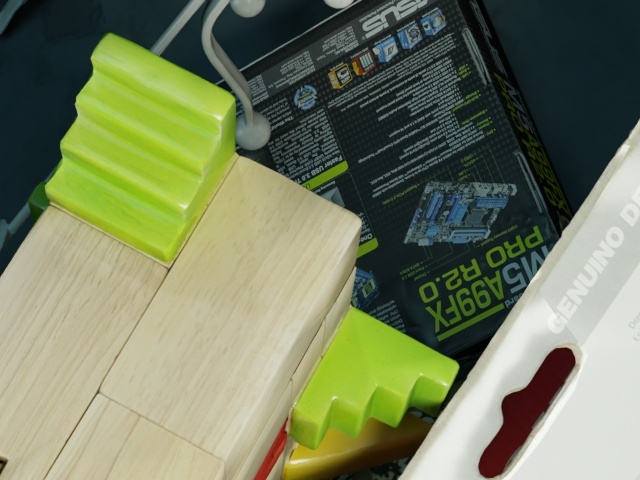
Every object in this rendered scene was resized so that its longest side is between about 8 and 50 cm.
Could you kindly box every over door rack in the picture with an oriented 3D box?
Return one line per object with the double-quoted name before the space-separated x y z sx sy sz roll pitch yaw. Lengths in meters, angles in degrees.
"over door rack" -0.104 -0.137 1.117 0.324 0.108 0.239 -35 40 30

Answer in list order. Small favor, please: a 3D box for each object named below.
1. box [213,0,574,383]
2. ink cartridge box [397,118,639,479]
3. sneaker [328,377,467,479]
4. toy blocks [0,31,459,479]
"box" 0.000 0.000 1.088 0.270 0.060 0.216 -29 66 18
"ink cartridge box" 0.155 0.102 0.831 0.309 0.272 0.130 -56 17 7
"sneaker" -0.046 0.206 0.986 0.410 0.182 0.158 -38 63 13
"toy blocks" -0.094 0.124 0.746 0.190 0.381 0.261 28 71 7
